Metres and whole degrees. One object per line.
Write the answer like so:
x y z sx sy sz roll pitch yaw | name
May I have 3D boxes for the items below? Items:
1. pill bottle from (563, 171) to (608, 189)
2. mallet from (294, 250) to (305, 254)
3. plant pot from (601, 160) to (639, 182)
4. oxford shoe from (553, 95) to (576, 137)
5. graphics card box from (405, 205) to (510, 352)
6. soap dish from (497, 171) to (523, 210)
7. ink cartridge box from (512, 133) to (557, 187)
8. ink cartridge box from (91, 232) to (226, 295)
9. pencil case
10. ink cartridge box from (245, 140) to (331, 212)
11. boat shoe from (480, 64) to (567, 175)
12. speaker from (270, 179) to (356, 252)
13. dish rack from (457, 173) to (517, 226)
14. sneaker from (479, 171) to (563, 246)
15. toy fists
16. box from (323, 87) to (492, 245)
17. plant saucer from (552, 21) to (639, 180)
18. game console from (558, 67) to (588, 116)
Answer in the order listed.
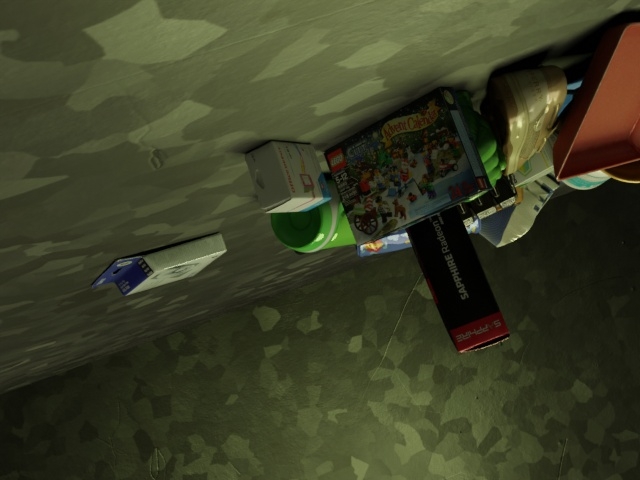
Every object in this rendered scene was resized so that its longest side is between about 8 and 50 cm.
0.641 -0.210 2.027 0.146 0.146 0.264 -20 173 0 | pill bottle
0.000 0.000 2.307 0.062 0.039 0.189 -26 175 34 | mallet
0.579 -0.221 1.639 0.205 0.205 0.188 -21 -172 9 | plant pot
0.470 -0.250 1.436 0.227 0.083 0.096 -40 145 -11 | oxford shoe
0.197 -0.002 1.443 0.094 0.371 0.233 -21 174 6 | graphics card box
0.349 -0.102 2.153 0.290 0.118 0.229 -22 173 28 | soap dish
0.432 -0.182 1.799 0.062 0.109 0.209 -17 173 -24 | ink cartridge box
-0.329 0.059 1.758 0.224 0.045 0.223 -16 172 -30 | ink cartridge box
0.211 -0.048 1.987 0.306 0.119 0.133 -11 -154 -2 | pencil case
-0.045 -0.089 1.235 0.052 0.089 0.122 -24 172 28 | ink cartridge box
0.332 -0.190 1.398 0.110 0.122 0.341 -20 172 5 | boat shoe
0.030 -0.048 1.627 0.131 0.131 0.296 -24 172 29 | speaker
0.264 -0.122 1.681 0.208 0.074 0.271 -27 140 8 | dish rack
0.542 -0.120 2.288 0.315 0.127 0.182 -48 174 12 | sneaker
0.236 -0.143 1.399 0.096 0.142 0.279 -21 174 5 | toy fists
0.125 -0.106 1.301 0.233 0.159 0.044 -26 171 38 | box
0.471 -0.229 1.341 0.259 0.047 0.259 -15 135 -39 | plant saucer
0.440 -0.243 1.501 0.107 0.071 0.122 -25 172 38 | game console
